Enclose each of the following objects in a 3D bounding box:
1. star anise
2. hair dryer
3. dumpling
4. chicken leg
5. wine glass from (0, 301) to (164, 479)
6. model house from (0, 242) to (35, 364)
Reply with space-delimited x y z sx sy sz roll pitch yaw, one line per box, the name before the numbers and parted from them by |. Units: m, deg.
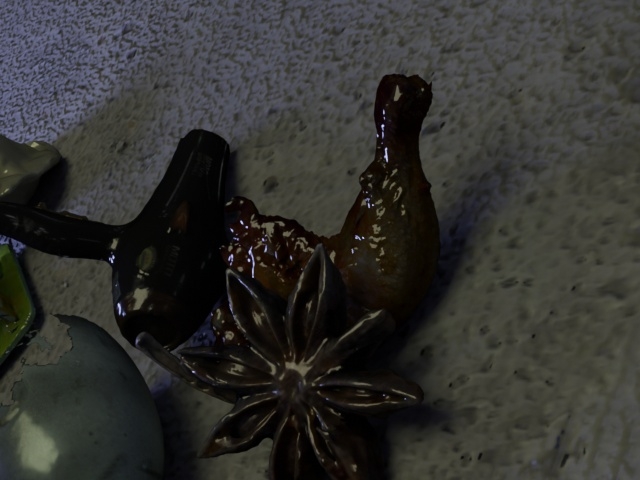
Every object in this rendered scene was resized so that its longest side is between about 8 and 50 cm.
star anise | -0.027 0.112 1.117 0.262 0.081 0.230 9 100 29
hair dryer | -0.256 -0.039 1.389 0.304 0.359 0.120 -84 10 -46
dumpling | -0.443 -0.069 1.793 0.258 0.147 0.193 -32 17 -36
chicken leg | 0.009 0.009 1.171 0.322 0.177 0.083 -37 -8 30
wine glass | -0.213 0.214 1.235 0.190 0.190 0.357 -50 38 8
model house | -0.540 0.118 1.600 0.300 0.323 0.340 -51 33 9
